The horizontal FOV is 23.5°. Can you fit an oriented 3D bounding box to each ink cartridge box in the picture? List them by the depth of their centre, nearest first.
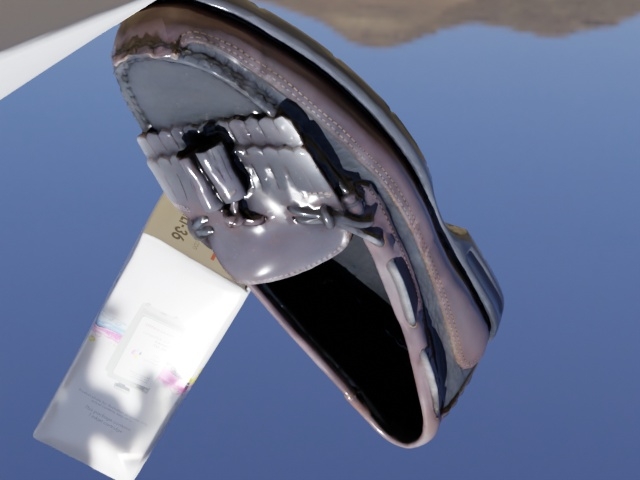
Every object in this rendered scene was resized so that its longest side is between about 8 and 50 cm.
[{"bbox_3d":[-0.082,0.027,0.872,0.067,0.198,0.115,29,-151,-7],"label":"ink cartridge box"}]

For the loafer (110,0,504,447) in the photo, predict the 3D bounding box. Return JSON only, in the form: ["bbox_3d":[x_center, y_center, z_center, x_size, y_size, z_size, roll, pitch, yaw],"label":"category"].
[{"bbox_3d":[0.000,0.000,0.736,0.109,0.095,0.302,-1,148,35],"label":"loafer"}]

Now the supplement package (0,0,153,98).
[{"bbox_3d":[-0.221,-0.082,0.444,0.175,0.177,0.293,-24,-173,38],"label":"supplement package"}]
